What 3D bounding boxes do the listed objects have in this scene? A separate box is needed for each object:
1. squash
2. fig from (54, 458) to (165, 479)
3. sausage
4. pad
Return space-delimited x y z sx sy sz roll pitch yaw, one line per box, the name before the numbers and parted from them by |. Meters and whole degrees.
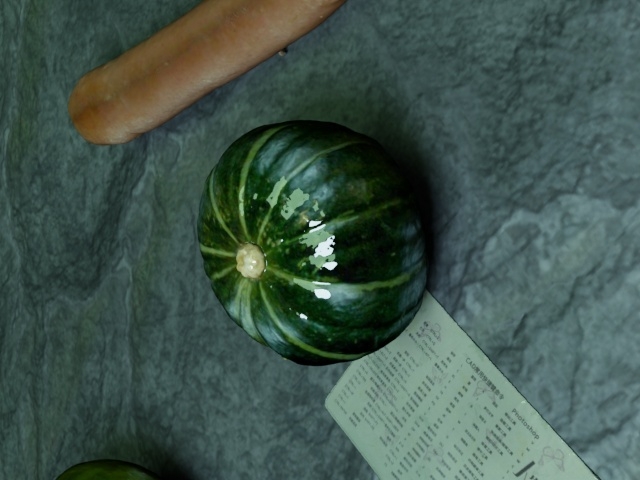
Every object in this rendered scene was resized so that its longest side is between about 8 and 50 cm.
squash | -0.005 0.002 0.963 0.218 0.172 0.218 0 90 36
fig | -0.174 0.327 1.101 0.245 0.195 0.195 21 102 5
sausage | -0.101 -0.203 1.121 0.419 0.094 0.094 -27 65 37
pad | 0.112 0.175 0.953 0.265 0.009 0.159 49 117 33
